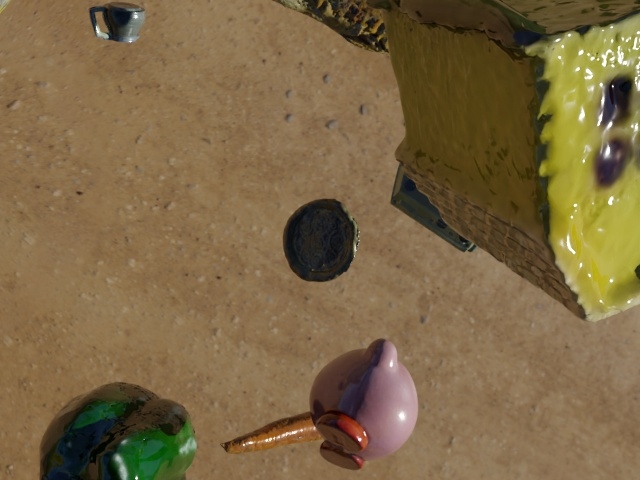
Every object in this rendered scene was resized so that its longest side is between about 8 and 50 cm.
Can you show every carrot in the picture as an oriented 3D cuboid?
[{"bbox_3d":[-0.076,0.334,1.162,0.224,0.057,0.057,-3,98,-41],"label":"carrot"}]

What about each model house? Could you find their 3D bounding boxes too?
[{"bbox_3d":[0.149,-0.068,0.483,0.175,0.193,0.234,-16,119,-20],"label":"model house"}]

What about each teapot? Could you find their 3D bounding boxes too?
[{"bbox_3d":[-0.325,-0.349,1.091,0.088,0.066,0.057,-6,121,-28],"label":"teapot"}]

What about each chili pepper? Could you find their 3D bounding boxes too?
[{"bbox_3d":[-0.342,0.372,1.142,0.233,0.257,0.248,0,89,7],"label":"chili pepper"}]

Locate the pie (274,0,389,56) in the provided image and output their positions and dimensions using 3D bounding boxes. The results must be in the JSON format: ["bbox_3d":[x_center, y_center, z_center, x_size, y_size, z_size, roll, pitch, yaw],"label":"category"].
[{"bbox_3d":[0.066,-0.317,0.885,0.282,0.068,0.128,17,124,-20],"label":"pie"}]

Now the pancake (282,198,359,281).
[{"bbox_3d":[0.001,0.000,0.892,0.011,0.115,0.114,1,97,-68],"label":"pancake"}]

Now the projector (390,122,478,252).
[{"bbox_3d":[0.214,-0.138,0.972,0.194,0.088,0.269,34,99,7],"label":"projector"}]

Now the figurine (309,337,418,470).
[{"bbox_3d":[0.066,0.243,1.028,0.173,0.173,0.173,-5,99,-33],"label":"figurine"}]

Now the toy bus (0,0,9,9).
[{"bbox_3d":[-0.449,-0.237,0.773,0.092,0.106,0.268,42,46,-27],"label":"toy bus"}]
